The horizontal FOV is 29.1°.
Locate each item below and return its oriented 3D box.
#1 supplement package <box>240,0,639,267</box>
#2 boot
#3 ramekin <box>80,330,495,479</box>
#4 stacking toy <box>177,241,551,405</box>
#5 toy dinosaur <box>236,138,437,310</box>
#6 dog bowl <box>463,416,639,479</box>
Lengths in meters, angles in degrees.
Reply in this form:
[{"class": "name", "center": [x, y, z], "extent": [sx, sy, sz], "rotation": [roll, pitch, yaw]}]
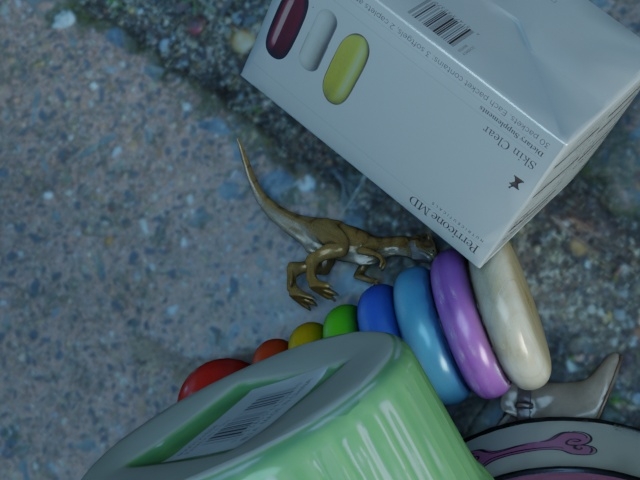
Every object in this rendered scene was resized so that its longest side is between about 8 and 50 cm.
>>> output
[{"class": "supplement package", "center": [0.108, -0.145, 1.021], "extent": [0.262, 0.204, 0.145], "rotation": [39, 133, 12]}, {"class": "boot", "center": [0.203, 0.139, 1.076], "extent": [0.087, 0.042, 0.118], "rotation": [22, 88, 14]}, {"class": "ramekin", "center": [-0.032, 0.188, 0.901], "extent": [0.303, 0.303, 0.148], "rotation": [-24, 98, 8]}, {"class": "stacking toy", "center": [0.024, 0.106, 1.073], "extent": [0.330, 0.141, 0.141], "rotation": [-19, 81, 13]}, {"class": "toy dinosaur", "center": [0.000, 0.000, 1.130], "extent": [0.211, 0.064, 0.112], "rotation": [20, 64, 7]}, {"class": "dog bowl", "center": [0.201, 0.354, 0.980], "extent": [0.408, 0.150, 0.408], "rotation": [0, 91, 12]}]
